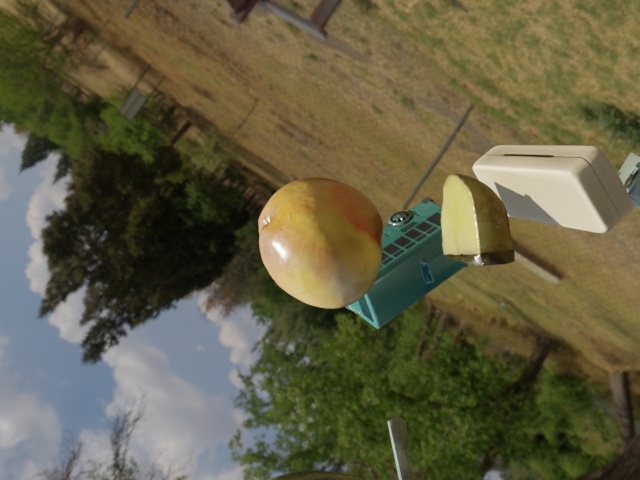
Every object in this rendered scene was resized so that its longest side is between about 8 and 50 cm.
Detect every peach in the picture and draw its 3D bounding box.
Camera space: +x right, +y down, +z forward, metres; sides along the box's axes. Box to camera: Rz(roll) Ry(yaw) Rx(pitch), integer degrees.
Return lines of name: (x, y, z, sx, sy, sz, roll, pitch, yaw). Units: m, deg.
peach: (0.000, 0.000, 0.926, 0.184, 0.184, 0.184, 36, 178, 1)

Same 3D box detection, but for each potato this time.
potato: (0.186, -0.028, 0.781, 0.066, 0.103, 0.096, -7, -171, -18)

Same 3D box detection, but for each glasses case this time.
glasses case: (0.424, -0.105, 1.269, 0.144, 0.076, 0.336, 53, 172, -18)

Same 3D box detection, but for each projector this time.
projector: (0.784, -0.110, 1.512, 0.198, 0.108, 0.250, 27, -160, 10)

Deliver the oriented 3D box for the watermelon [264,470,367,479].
watermelon: (-0.023, 0.507, 1.172, 0.193, 0.310, 0.232, -127, 24, -62)

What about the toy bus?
toy bus: (0.159, 0.040, 1.281, 0.147, 0.256, 0.128, 35, 152, 53)

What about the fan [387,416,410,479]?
fan: (0.198, 0.569, 1.631, 0.057, 0.023, 0.282, 18, -127, -29)
